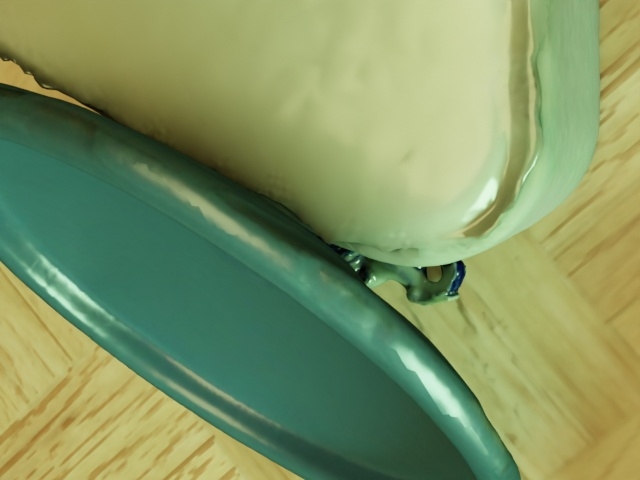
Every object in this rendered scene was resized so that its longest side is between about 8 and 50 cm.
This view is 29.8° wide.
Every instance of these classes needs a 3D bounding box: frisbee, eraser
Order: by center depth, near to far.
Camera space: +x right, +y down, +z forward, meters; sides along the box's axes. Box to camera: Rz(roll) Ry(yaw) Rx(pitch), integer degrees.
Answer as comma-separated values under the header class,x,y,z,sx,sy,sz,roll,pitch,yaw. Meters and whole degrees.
class,x,y,z,sx,sy,sz,roll,pitch,yaw
eraser,0.001,-0.131,0.497,0.331,0.150,0.331,2,96,22
frisbee,-0.038,0.025,0.499,0.290,0.289,0.049,29,70,15

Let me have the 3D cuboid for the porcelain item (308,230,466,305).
class,x,y,z,sx,sy,sz,roll,pitch,yaw
porcelain item,0.000,0.000,0.584,0.136,0.021,0.075,-9,91,22
